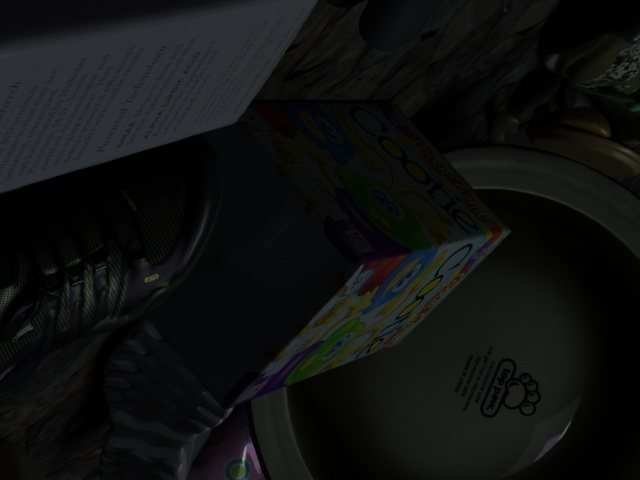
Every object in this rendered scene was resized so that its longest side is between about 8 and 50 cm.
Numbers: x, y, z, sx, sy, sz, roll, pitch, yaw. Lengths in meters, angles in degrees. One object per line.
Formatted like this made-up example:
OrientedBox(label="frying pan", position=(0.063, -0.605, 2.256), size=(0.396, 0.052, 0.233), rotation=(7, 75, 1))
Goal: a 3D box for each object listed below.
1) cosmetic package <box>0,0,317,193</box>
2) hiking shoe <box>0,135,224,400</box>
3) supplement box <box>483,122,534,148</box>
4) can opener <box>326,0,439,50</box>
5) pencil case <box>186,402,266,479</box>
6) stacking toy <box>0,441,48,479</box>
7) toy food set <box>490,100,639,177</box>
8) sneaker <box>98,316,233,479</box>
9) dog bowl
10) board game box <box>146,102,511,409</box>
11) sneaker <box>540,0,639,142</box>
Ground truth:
OrientedBox(label="cosmetic package", position=(-0.116, -0.086, 0.502), size=(0.231, 0.117, 0.085), rotation=(-23, 156, -50))
OrientedBox(label="hiking shoe", position=(-0.148, 0.018, 0.785), size=(0.227, 0.086, 0.114), rotation=(-40, 169, -2))
OrientedBox(label="supplement box", position=(0.184, -0.032, 1.464), size=(0.220, 0.114, 0.111), rotation=(-27, 159, -49))
OrientedBox(label="can opener", position=(0.084, -0.212, 0.734), size=(0.093, 0.074, 0.280), rotation=(-30, 162, -41))
OrientedBox(label="pencil case", position=(-0.032, 0.167, 1.471), size=(0.284, 0.124, 0.124), rotation=(-40, 166, -3))
OrientedBox(label="stacking toy", position=(-0.334, 0.299, 1.065), size=(0.330, 0.141, 0.141), rotation=(-35, 165, -9))
OrientedBox(label="toy food set", position=(0.262, -0.097, 1.376), size=(0.132, 0.192, 0.038), rotation=(73, 36, -83))
OrientedBox(label="sneaker", position=(-0.122, 0.110, 1.178), size=(0.281, 0.105, 0.115), rotation=(120, -6, -48))
OrientedBox(label="dog bowl", position=(0.139, 0.116, 1.267), size=(0.408, 0.408, 0.150), rotation=(-42, -176, 2))
OrientedBox(label="board game box", position=(0.000, 0.000, 1.006), size=(0.144, 0.142, 0.275), rotation=(-47, 165, 23))
OrientedBox(label="sneaker", position=(0.336, -0.144, 1.381), size=(0.158, 0.182, 0.410), rotation=(-43, 165, 5))
